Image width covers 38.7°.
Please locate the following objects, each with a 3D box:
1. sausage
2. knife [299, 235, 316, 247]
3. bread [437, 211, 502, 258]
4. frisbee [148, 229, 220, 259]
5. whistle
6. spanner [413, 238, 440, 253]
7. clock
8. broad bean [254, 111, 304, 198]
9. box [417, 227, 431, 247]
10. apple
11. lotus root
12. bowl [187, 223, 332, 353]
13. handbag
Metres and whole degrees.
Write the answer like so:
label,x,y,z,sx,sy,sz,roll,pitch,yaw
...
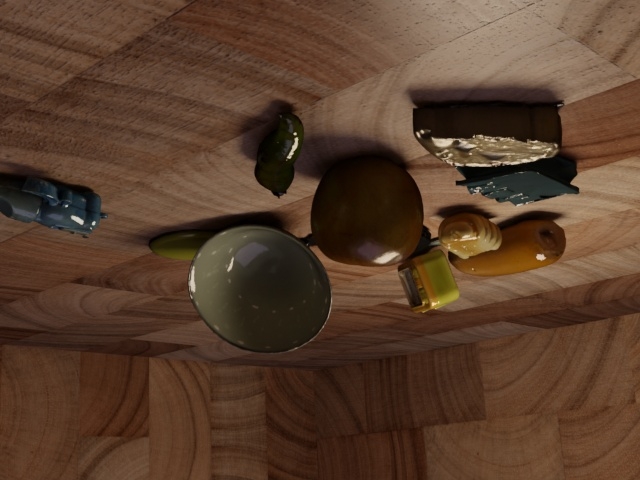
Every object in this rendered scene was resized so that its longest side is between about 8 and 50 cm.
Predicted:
label,x,y,z,sx,sy,sz,roll,pitch,yaw
sausage,0.445,0.030,2.242,0.134,0.116,0.354,-5,172,-31
knife,0.000,0.000,2.208,0.231,0.028,0.060,-3,156,-10
bread,0.342,-0.016,2.094,0.119,0.084,0.177,-13,161,28
frisbee,-0.297,0.014,2.205,0.236,0.017,0.236,-3,164,-1
whistle,-0.532,-0.072,1.744,0.269,0.093,0.180,17,163,-36
spanner,0.286,0.008,2.294,0.071,0.017,0.302,12,158,-42
clock,0.276,0.108,2.364,0.096,0.143,0.202,-22,175,-10
broad bean,-0.077,-0.141,1.607,0.077,0.061,0.339,-8,166,-9
box,0.151,-0.005,2.174,0.201,0.042,0.212,-13,161,29
apple,0.094,-0.056,1.743,0.237,0.207,0.237,4,-178,0
lotus root,0.276,-0.176,1.540,0.261,0.074,0.170,-2,167,-2
bowl,-0.124,0.084,2.131,0.337,0.337,0.157,-8,-156,16
handbag,0.383,-0.122,1.776,0.179,0.062,0.229,-13,162,42
